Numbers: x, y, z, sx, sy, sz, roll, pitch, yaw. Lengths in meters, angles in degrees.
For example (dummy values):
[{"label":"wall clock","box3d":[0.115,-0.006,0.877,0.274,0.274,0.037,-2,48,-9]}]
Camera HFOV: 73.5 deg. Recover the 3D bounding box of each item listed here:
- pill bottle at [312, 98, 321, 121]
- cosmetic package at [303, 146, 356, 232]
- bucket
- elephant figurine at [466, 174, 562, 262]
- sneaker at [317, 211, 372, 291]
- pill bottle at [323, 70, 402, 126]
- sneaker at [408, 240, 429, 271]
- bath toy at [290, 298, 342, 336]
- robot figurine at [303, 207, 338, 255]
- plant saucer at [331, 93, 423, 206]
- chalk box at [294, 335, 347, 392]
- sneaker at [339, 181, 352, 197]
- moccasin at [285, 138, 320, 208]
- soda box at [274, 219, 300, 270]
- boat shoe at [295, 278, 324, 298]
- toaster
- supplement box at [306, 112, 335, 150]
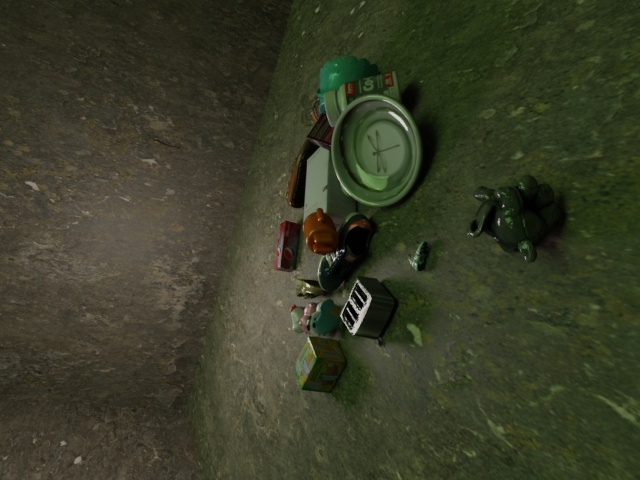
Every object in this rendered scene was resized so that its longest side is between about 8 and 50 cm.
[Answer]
[{"label":"pill bottle","box3d":[0.045,-0.666,2.162,0.246,0.131,0.130,0,77,65]},{"label":"cosmetic package","box3d":[0.042,-0.230,1.909,0.217,0.156,0.384,-37,46,51]},{"label":"bucket","box3d":[0.119,-0.639,1.853,0.281,0.282,0.182,-18,65,61]},{"label":"elephant figurine","box3d":[0.441,-0.050,1.044,0.169,0.186,0.239,57,160,-2]},{"label":"sneaker","box3d":[0.096,0.065,1.675,0.349,0.131,0.148,-68,22,16]},{"label":"pill bottle","box3d":[0.165,-0.535,1.644,0.161,0.284,0.161,-10,-90,-77]},{"label":"sneaker","box3d":[0.305,0.045,1.366,0.069,0.038,0.098,21,95,64]},{"label":"bath toy","box3d":[-0.032,0.316,1.808,0.128,0.152,0.348,62,153,-2]},{"label":"robot figurine","box3d":[-0.002,-0.029,1.667,0.128,0.158,0.219,-34,31,12]},{"label":"plant saucer","box3d":[0.216,-0.325,1.562,0.401,0.101,0.399,18,117,41]},{"label":"chalk box","box3d":[-0.013,0.502,1.674,0.212,0.133,0.132,-67,27,21]},{"label":"sneaker","box3d":[0.164,-0.324,1.779,0.161,0.102,0.281,-16,63,58]},{"label":"moccasin","box3d":[-0.099,-0.365,2.315,0.147,0.139,0.379,44,127,52]},{"label":"soda box","box3d":[-0.178,0.032,2.299,0.083,0.092,0.263,-27,54,59]},{"label":"boat shoe","box3d":[-0.047,0.225,1.936,0.285,0.105,0.089,175,103,-74]},{"label":"toaster","box3d":[0.163,0.237,1.476,0.167,0.110,0.185,-68,27,18]},{"label":"supplement box","box3d":[0.064,-0.443,1.801,0.239,0.073,0.130,33,90,42]}]
